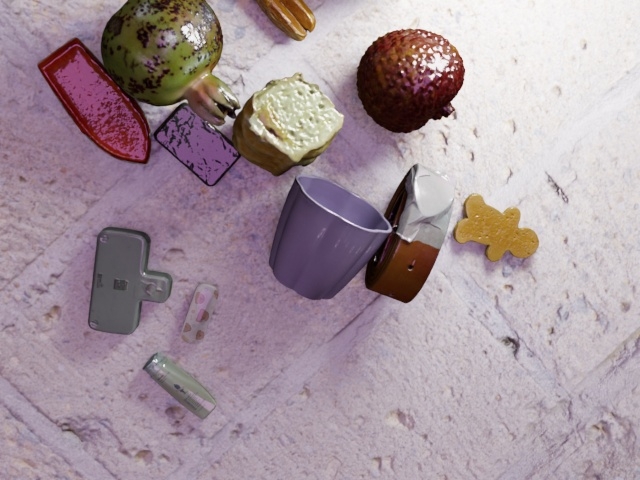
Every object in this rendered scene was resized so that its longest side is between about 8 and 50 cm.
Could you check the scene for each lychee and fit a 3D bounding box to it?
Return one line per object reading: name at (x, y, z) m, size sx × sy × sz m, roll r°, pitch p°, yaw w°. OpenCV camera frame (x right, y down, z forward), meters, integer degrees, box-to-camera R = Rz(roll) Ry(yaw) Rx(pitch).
lychee at (0.213, -0.384, 1.709) m, size 0.260 × 0.260 × 0.261 m, roll -2°, pitch 101°, yaw -8°

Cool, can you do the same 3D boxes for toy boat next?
toy boat at (-0.510, -0.308, 1.692) m, size 0.145 × 0.133 × 0.332 m, roll -38°, pitch 114°, yaw -4°

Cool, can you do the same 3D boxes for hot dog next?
hot dog at (-0.106, -0.581, 1.718) m, size 0.092 × 0.062 × 0.236 m, roll -40°, pitch 106°, yaw 2°

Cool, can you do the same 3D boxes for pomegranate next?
pomegranate at (-0.312, -0.397, 1.611) m, size 0.285 × 0.285 × 0.341 m, roll -44°, pitch 95°, yaw 2°

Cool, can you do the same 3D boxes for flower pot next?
flower pot at (0.000, 0.000, 1.765) m, size 0.265 × 0.265 × 0.243 m, roll 28°, pitch 111°, yaw -12°

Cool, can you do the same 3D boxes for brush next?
brush at (-0.299, -0.234, 1.761) m, size 0.197 × 0.059 × 0.123 m, roll 41°, pitch 91°, yaw -14°

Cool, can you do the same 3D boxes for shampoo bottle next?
shampoo bottle at (-0.367, 0.380, 1.879) m, size 0.212 × 0.049 × 0.072 m, roll 41°, pitch 98°, yaw -13°

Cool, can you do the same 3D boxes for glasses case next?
glasses case at (-0.311, 0.189, 1.852) m, size 0.063 × 0.041 × 0.164 m, roll 19°, pitch 98°, yaw -11°

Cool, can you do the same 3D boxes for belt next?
belt at (0.221, -0.020, 1.795) m, size 0.122 × 0.217 × 0.339 m, roll 21°, pitch 91°, yaw -11°

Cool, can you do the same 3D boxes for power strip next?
power strip at (-0.472, 0.107, 1.805) m, size 0.193 × 0.059 × 0.265 m, roll 9°, pitch 100°, yaw -5°

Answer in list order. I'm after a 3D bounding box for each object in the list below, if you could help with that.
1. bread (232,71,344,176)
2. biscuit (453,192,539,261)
bread at (-0.082, -0.264, 1.672) m, size 0.238 × 0.252 × 0.196 m, roll 32°, pitch 76°, yaw -18°
biscuit at (0.472, -0.025, 1.922) m, size 0.240 × 0.035 × 0.158 m, roll 24°, pitch 99°, yaw -11°
